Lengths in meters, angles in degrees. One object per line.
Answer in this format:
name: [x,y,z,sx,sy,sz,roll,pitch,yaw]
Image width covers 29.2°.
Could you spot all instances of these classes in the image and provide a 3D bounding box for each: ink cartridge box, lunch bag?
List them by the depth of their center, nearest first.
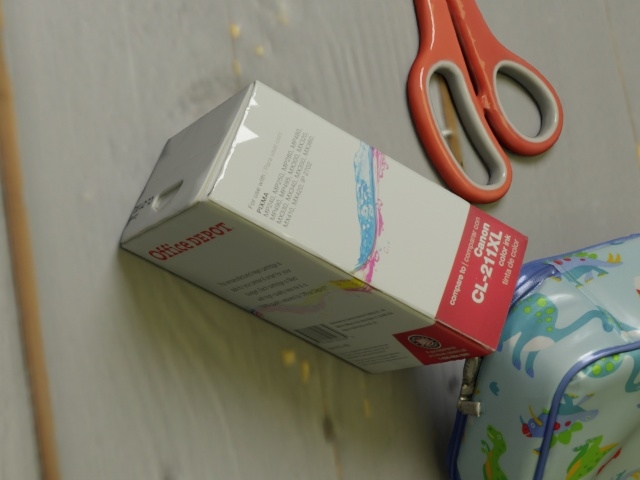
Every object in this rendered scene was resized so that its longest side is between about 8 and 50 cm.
ink cartridge box: [0.000,0.000,0.657,0.175,0.127,0.072,29,68,-21]
lunch bag: [0.182,0.081,0.722,0.219,0.090,0.176,-17,133,-27]

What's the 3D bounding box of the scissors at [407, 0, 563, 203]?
scissors: [0.066,-0.169,0.780,0.109,0.021,0.297,-29,97,-26]
